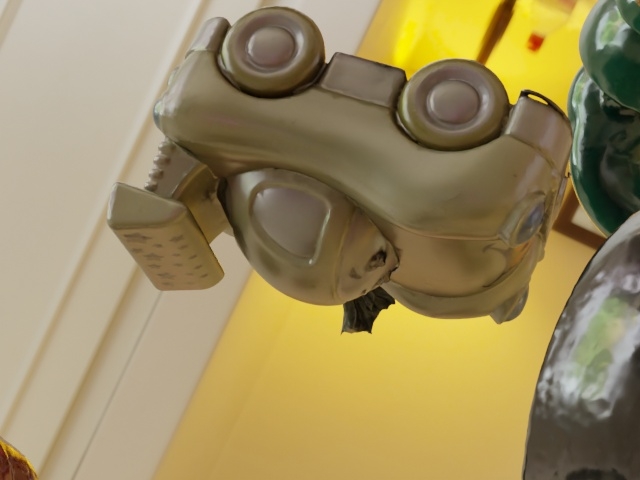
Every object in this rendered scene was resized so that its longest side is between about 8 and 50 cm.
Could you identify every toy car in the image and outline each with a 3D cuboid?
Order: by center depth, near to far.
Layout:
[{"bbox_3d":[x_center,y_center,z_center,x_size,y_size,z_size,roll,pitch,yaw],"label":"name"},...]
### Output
[{"bbox_3d":[0.020,-0.029,0.877,0.336,0.226,0.242,21,161,15],"label":"toy car"}]

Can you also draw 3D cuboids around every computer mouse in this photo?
[{"bbox_3d":[0.163,0.109,0.475,0.138,0.269,0.086,1,176,37],"label":"computer mouse"}]

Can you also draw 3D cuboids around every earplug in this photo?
[{"bbox_3d":[0.316,-0.141,0.932,0.164,0.280,0.257,10,-134,6],"label":"earplug"}]

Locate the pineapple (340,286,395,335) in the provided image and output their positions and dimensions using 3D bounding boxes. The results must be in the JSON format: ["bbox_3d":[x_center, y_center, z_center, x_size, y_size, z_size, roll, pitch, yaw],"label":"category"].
[{"bbox_3d":[0.001,0.000,1.220,0.248,0.128,0.128,58,169,-24],"label":"pineapple"}]

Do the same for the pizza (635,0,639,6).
[{"bbox_3d":[0.173,-0.119,0.381,0.063,0.161,0.182,6,-157,-38],"label":"pizza"}]

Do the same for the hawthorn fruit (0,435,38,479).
[{"bbox_3d":[-0.407,0.287,0.992,0.262,0.258,0.258,17,-173,-30],"label":"hawthorn fruit"}]
